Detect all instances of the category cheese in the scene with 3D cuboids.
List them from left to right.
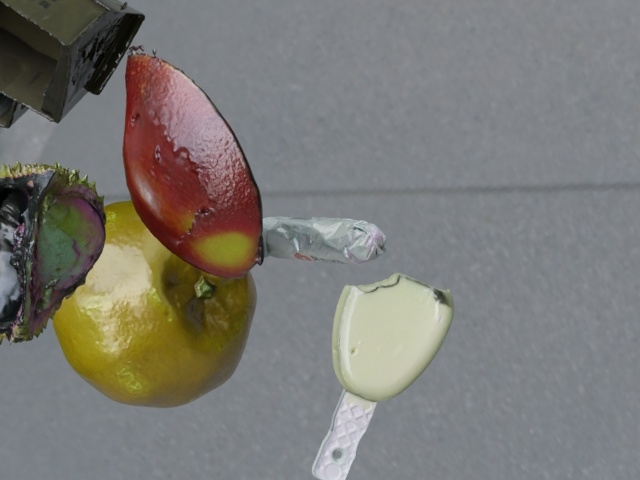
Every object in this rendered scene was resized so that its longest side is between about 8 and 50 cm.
[{"bbox_3d":[0.051,0.153,1.528,0.127,0.050,0.255,24,93,-3],"label":"cheese"}]

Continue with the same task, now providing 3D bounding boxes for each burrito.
[{"bbox_3d":[0.000,-0.001,1.747,0.203,0.064,0.064,3,55,41],"label":"burrito"}]

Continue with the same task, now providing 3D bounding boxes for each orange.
[{"bbox_3d":[-0.208,0.077,1.737,0.235,0.279,0.279,-22,43,37],"label":"orange"}]

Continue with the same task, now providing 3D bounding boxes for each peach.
[{"bbox_3d":[-0.156,-0.080,1.453,0.068,0.279,0.189,-27,-7,-40],"label":"peach"}]

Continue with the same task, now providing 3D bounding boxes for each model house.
[{"bbox_3d":[-0.328,-0.273,1.630,0.211,0.204,0.243,30,47,4],"label":"model house"}]

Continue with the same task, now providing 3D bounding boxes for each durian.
[{"bbox_3d":[-0.256,-0.003,1.253,0.119,0.187,0.108,28,26,35],"label":"durian"}]
